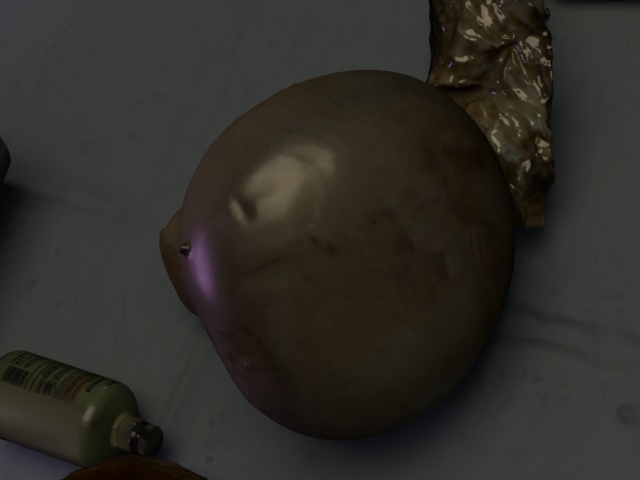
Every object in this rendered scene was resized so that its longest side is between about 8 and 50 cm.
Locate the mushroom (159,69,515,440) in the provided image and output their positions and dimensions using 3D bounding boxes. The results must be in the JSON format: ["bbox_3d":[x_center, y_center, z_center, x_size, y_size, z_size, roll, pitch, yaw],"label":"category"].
[{"bbox_3d":[0.000,0.000,1.312,0.292,0.292,0.290,-55,32,-13],"label":"mushroom"}]

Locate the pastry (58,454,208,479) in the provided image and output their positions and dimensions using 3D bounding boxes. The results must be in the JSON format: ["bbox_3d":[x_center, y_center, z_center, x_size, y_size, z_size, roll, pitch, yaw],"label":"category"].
[{"bbox_3d":[-0.164,0.248,1.276,0.192,0.093,0.182,-23,31,-6],"label":"pastry"}]

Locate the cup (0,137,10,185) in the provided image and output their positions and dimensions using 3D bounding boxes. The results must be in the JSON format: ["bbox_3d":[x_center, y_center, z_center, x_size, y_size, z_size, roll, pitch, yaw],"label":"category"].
[{"bbox_3d":[-0.431,0.006,1.487,0.208,0.288,0.273,26,69,-10],"label":"cup"}]

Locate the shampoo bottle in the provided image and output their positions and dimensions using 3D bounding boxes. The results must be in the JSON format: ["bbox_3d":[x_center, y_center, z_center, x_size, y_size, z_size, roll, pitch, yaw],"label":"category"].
[{"bbox_3d":[-0.205,0.149,1.383,0.162,0.079,0.079,15,70,24],"label":"shampoo bottle"}]

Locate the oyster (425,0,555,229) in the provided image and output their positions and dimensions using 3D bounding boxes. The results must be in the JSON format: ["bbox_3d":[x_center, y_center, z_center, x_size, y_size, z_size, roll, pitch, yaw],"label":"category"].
[{"bbox_3d":[0.144,-0.172,1.404,0.110,0.166,0.341,-2,80,8],"label":"oyster"}]
